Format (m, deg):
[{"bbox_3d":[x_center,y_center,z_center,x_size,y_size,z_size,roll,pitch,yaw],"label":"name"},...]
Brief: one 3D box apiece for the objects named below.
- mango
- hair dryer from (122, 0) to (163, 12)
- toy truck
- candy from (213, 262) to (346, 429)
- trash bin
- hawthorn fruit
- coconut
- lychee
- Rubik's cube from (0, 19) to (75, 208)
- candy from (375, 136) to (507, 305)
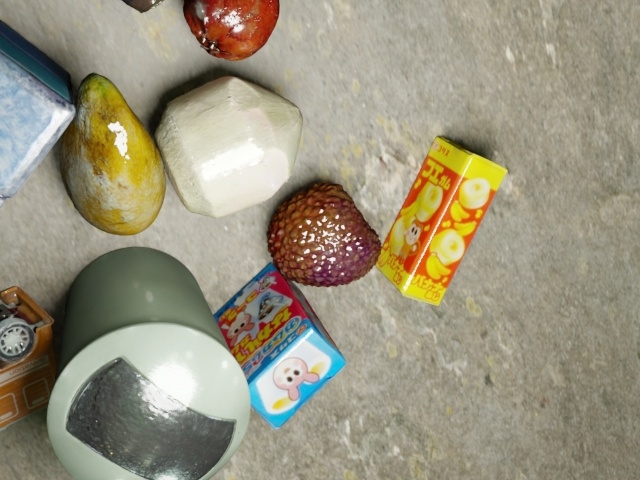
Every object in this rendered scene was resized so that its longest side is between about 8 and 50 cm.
[{"bbox_3d":[-0.313,-0.124,1.317,0.146,0.193,0.316,-30,158,-26],"label":"mango"},{"bbox_3d":[-0.228,-0.543,1.306,0.359,0.120,0.304,-33,101,-14],"label":"hair dryer"},{"bbox_3d":[-0.605,0.235,1.350,0.387,0.173,0.207,-24,124,-32],"label":"toy truck"},{"bbox_3d":[-0.078,0.166,1.464,0.157,0.306,0.100,-42,115,2],"label":"candy"},{"bbox_3d":[-0.272,0.194,1.348,0.280,0.432,0.281,-5,111,-14],"label":"trash bin"},{"bbox_3d":[-0.129,-0.365,1.356,0.148,0.148,0.172,42,78,-24],"label":"hawthorn fruit"},{"bbox_3d":[-0.137,-0.150,1.389,0.233,0.224,0.224,-19,113,-12],"label":"coconut"},{"bbox_3d":[0.000,0.000,1.499,0.188,0.188,0.188,-5,110,-15],"label":"lychee"},{"bbox_3d":[-0.551,-0.178,1.199,0.318,0.316,0.313,37,96,-25],"label":"Rubik's cube"},{"bbox_3d":[0.211,-0.037,1.567,0.088,0.146,0.276,20,101,-23],"label":"candy"}]
